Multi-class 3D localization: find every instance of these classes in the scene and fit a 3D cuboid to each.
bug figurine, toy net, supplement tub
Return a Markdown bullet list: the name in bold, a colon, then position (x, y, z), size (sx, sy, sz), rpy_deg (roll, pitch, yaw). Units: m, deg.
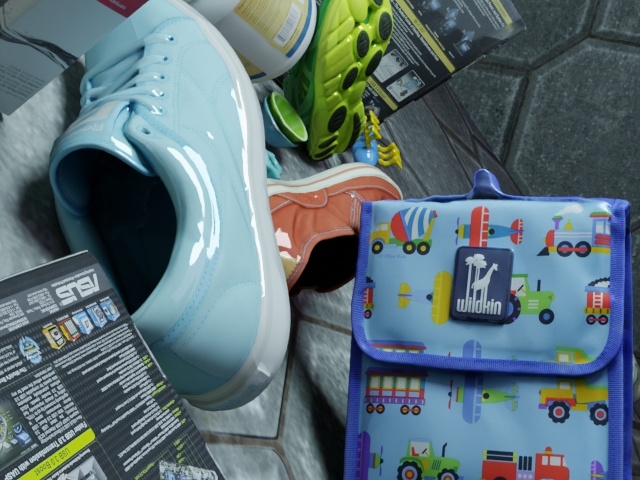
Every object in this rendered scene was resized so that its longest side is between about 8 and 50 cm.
- **bug figurine**: position (0.110, -0.040, 1.415), size (0.279, 0.072, 0.216), rpy_deg (52, 24, -37)
- **toy net**: position (-0.043, -0.079, 1.090), size (0.122, 0.045, 0.232), rpy_deg (38, 27, -52)
- **supplement tub**: position (-0.106, -0.265, 1.057), size (0.200, 0.144, 0.144), rpy_deg (29, 34, -60)

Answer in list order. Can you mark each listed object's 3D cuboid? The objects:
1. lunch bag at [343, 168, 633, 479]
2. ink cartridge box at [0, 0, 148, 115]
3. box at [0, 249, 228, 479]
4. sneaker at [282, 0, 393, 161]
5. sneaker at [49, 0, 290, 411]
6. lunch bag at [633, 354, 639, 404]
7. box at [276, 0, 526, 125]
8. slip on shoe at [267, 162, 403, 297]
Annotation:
- **lunch bag**: position (0.144, 0.088, 0.838), size (0.138, 0.221, 0.293), rpy_deg (10, 80, -69)
- **ink cartridge box**: position (-0.189, -0.171, 0.654), size (0.063, 0.150, 0.109), rpy_deg (22, 40, -57)
- **box**: position (-0.133, 0.129, 0.452), size (0.216, 0.060, 0.270), rpy_deg (59, 17, -1)
- **sneaker**: position (0.001, -0.214, 1.211), size (0.123, 0.109, 0.295), rpy_deg (49, -29, 20)
- **sneaker**: position (-0.120, -0.068, 0.698), size (0.150, 0.135, 0.366), rpy_deg (40, 24, -55)
- **lunch bag**: position (0.328, 0.110, 1.500), size (0.256, 0.213, 0.305), rpy_deg (44, 29, -56)
- **box**: position (0.050, -0.329, 1.317), size (0.395, 0.318, 0.097), rpy_deg (39, 26, -47)
- **slip on shoe**: position (0.000, 0.000, 0.922), size (0.101, 0.123, 0.331), rpy_deg (48, 22, 13)
